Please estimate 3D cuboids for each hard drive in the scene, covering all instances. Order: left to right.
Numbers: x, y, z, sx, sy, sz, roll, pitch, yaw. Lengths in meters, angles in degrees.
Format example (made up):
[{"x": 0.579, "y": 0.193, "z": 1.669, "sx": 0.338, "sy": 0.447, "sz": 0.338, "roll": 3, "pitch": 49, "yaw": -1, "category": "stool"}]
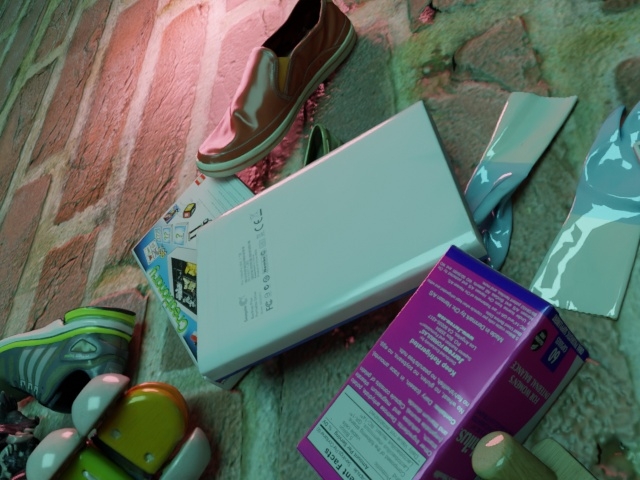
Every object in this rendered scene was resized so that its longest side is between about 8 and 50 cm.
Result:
[{"x": 0.000, "y": 0.000, "z": 0.676, "sx": 0.319, "sy": 0.040, "sz": 0.210, "roll": -28, "pitch": 47, "yaw": 19, "category": "hard drive"}]

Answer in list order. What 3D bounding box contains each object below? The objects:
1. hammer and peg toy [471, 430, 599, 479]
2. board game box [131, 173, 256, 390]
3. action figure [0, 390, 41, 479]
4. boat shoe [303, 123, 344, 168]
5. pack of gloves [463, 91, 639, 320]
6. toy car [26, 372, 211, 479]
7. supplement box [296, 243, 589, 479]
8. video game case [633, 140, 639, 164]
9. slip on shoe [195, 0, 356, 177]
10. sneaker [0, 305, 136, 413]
[{"x": 0.148, "y": 0.226, "z": 0.343, "sx": 0.361, "sy": 0.127, "sz": 0.266, "roll": -48, "pitch": 14, "yaw": 3, "category": "hammer and peg toy"}, {"x": -0.133, "y": 0.028, "z": 0.828, "sx": 0.193, "sy": 0.053, "sz": 0.305, "roll": -47, "pitch": 43, "yaw": 2, "category": "board game box"}, {"x": -0.410, "y": 0.303, "z": 0.798, "sx": 0.276, "sy": 0.141, "sz": 0.163, "roll": 16, "pitch": 103, "yaw": 40, "category": "action figure"}, {"x": -0.006, "y": -0.079, "z": 0.801, "sx": 0.056, "sy": 0.048, "sz": 0.152, "roll": -6, "pitch": 59, "yaw": 37, "category": "boat shoe"}, {"x": 0.223, "y": -0.057, "z": 0.604, "sx": 0.195, "sy": 0.046, "sz": 0.232, "roll": 14, "pitch": 72, "yaw": 44, "category": "pack of gloves"}, {"x": -0.223, "y": 0.242, "z": 0.709, "sx": 0.182, "sy": 0.159, "sz": 0.136, "roll": -52, "pitch": 4, "yaw": -4, "category": "toy car"}, {"x": 0.103, "y": 0.134, "z": 0.523, "sx": 0.220, "sy": 0.111, "sz": 0.114, "roll": -52, "pitch": 44, "yaw": -1, "category": "supplement box"}, {"x": 0.330, "y": -0.049, "z": 0.522, "sx": 0.087, "sy": 0.011, "sz": 0.122, "roll": -18, "pitch": 56, "yaw": 19, "category": "video game case"}, {"x": -0.075, "y": -0.229, "z": 0.898, "sx": 0.123, "sy": 0.101, "sz": 0.331, "roll": 24, "pitch": 72, "yaw": 45, "category": "slip on shoe"}, {"x": -0.392, "y": 0.194, "z": 0.892, "sx": 0.300, "sy": 0.111, "sz": 0.121, "roll": -27, "pitch": 52, "yaw": 26, "category": "sneaker"}]
